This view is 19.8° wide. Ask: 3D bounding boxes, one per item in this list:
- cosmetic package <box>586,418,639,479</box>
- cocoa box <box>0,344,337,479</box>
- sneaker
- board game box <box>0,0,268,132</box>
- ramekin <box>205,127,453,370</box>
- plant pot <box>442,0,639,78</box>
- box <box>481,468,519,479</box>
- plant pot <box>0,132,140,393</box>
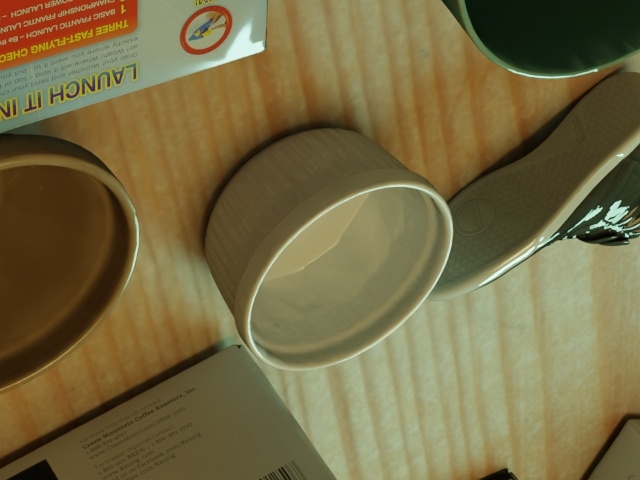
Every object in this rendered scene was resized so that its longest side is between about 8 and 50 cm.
[{"bbox_3d":[0.480,0.462,2.273,0.329,0.327,0.393,0,129,-41],"label":"cosmetic package"},{"bbox_3d":[-0.154,0.305,1.646,0.347,0.231,0.228,-27,143,-15],"label":"cocoa box"},{"bbox_3d":[0.224,-0.016,1.739,0.296,0.104,0.147,-40,138,-6],"label":"sneaker"},{"bbox_3d":[-0.179,-0.224,1.197,0.308,0.086,0.302,-19,139,-25],"label":"board game box"},{"bbox_3d":[0.000,0.000,1.564,0.207,0.109,0.207,-23,141,-20],"label":"ramekin"},{"bbox_3d":[0.151,-0.298,1.277,0.293,0.235,0.293,-24,140,-21],"label":"plant pot"},{"bbox_3d":[0.096,0.415,2.104,0.307,0.076,0.242,-19,139,-25],"label":"box"},{"bbox_3d":[-0.260,0.001,1.342,0.237,0.109,0.237,-23,141,-20],"label":"plant pot"}]
